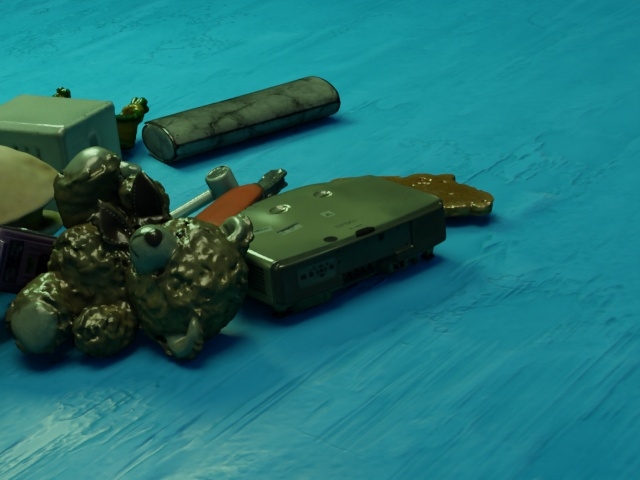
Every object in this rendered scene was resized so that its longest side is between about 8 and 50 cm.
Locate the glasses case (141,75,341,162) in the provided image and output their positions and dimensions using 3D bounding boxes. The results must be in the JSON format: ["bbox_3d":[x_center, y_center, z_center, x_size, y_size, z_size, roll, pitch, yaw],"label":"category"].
[{"bbox_3d":[-0.120,-0.189,2.433,0.299,0.060,0.114,-19,26,-28],"label":"glasses case"}]

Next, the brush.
[{"bbox_3d":[-0.121,-0.018,2.057,0.070,0.051,0.323,1,26,30],"label":"brush"}]

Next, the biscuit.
[{"bbox_3d":[0.118,-0.056,2.102,0.250,0.035,0.162,12,23,33],"label":"biscuit"}]

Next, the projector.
[{"bbox_3d":[0.000,0.000,1.928,0.270,0.088,0.194,-21,27,-32],"label":"projector"}]

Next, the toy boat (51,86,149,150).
[{"bbox_3d":[-0.330,-0.184,2.387,0.089,0.088,0.229,-9,-5,26],"label":"toy boat"}]

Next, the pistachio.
[{"bbox_3d":[-0.478,-0.032,1.982,0.318,0.193,0.214,-10,28,-17],"label":"pistachio"}]

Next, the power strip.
[{"bbox_3d":[-0.361,-0.119,2.226,0.224,0.140,0.139,6,24,26],"label":"power strip"}]

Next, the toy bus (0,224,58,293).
[{"bbox_3d":[-0.364,0.023,1.875,0.098,0.086,0.178,12,-1,33],"label":"toy bus"}]

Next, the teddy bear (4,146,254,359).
[{"bbox_3d":[-0.203,0.038,1.807,0.256,0.156,0.267,7,66,30],"label":"teddy bear"}]

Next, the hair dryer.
[{"bbox_3d":[-0.165,-0.046,2.137,0.124,0.063,0.038,-31,29,-7],"label":"hair dryer"}]
